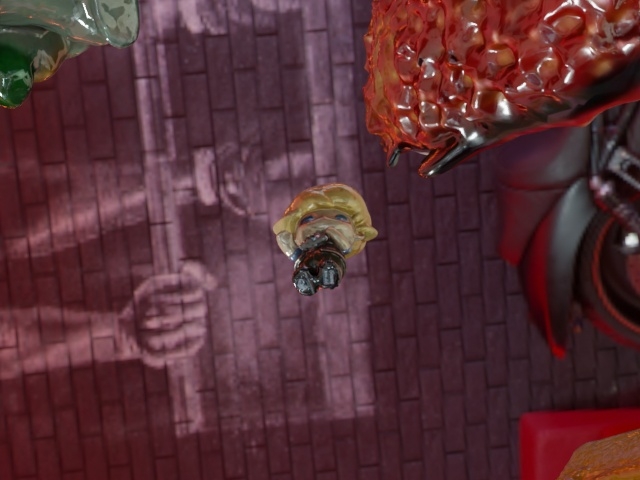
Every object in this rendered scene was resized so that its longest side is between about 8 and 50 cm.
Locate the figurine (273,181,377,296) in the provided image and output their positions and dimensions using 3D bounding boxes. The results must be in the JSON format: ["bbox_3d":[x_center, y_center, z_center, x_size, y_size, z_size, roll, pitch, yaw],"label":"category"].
[{"bbox_3d":[0.000,0.000,1.274,0.108,0.114,0.196,60,-159,-17],"label":"figurine"}]

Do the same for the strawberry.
[{"bbox_3d":[0.090,-0.151,0.575,0.306,0.138,0.233,-26,34,45],"label":"strawberry"}]

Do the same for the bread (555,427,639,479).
[{"bbox_3d":[0.272,0.185,0.752,0.102,0.094,0.245,51,138,-7],"label":"bread"}]

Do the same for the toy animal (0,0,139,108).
[{"bbox_3d":[-0.181,-0.147,0.541,0.251,0.125,0.127,12,69,56],"label":"toy animal"}]
